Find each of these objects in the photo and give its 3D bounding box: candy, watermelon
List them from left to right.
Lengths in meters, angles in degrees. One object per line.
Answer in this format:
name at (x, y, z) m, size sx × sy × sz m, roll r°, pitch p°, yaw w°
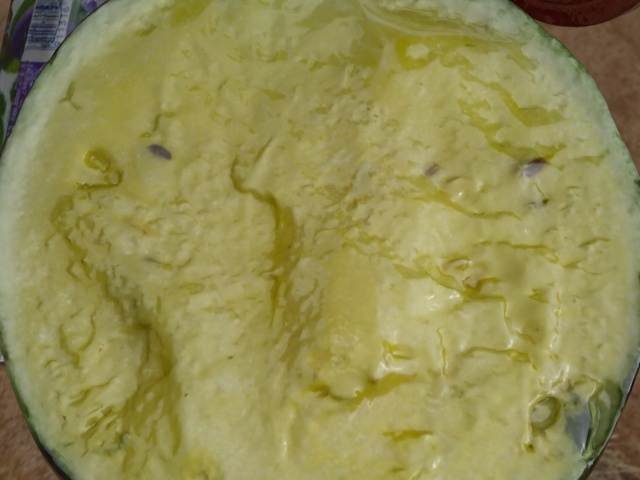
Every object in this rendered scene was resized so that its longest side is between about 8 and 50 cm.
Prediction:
candy at (-0.216, -0.063, 0.847) m, size 0.061 × 0.088 × 0.312 m, roll 17°, pitch 84°, yaw -48°
watermelon at (-0.001, 0.007, 0.385) m, size 0.204 × 0.127 × 0.232 m, roll -15°, pitch 66°, yaw -1°

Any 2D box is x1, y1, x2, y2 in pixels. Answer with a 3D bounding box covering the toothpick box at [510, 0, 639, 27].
toothpick box at (0.246, -0.283, 0.686) m, size 0.333 × 0.204 × 0.204 m, roll -28°, pitch 83°, yaw -27°
